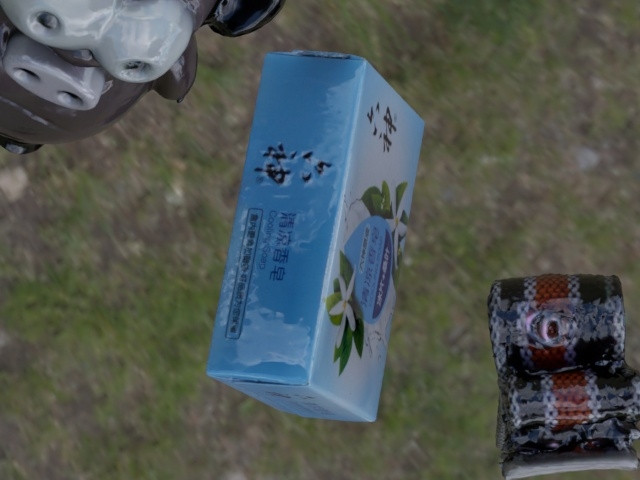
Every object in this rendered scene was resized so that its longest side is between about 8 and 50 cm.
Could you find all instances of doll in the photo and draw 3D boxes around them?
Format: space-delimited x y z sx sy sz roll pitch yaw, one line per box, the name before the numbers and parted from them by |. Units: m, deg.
doll | -0.136 -0.126 1.010 0.182 0.257 0.117 26 65 -23

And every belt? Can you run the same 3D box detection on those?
belt | 0.162 0.096 1.322 0.094 0.359 0.126 -4 83 4

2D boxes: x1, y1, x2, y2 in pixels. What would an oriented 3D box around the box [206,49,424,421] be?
box | 0.000 0.000 1.361 0.142 0.083 0.232 37 62 -65
